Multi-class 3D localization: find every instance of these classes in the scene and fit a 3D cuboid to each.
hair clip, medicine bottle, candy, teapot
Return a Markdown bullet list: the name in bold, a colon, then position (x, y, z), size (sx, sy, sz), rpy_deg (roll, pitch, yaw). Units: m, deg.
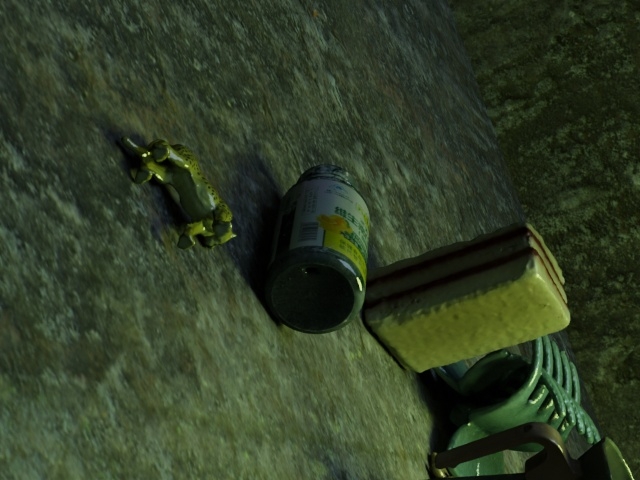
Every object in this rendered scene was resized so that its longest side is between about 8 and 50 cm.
- **hair clip**: position (0.348, 0.304, 2.236), size (0.318, 0.239, 0.392), rpy_deg (44, 29, -52)
- **medicine bottle**: position (0.000, 0.000, 1.775), size (0.141, 0.141, 0.293), rpy_deg (58, 19, -26)
- **candy**: position (0.249, 0.102, 2.083), size (0.179, 0.321, 0.135), rpy_deg (55, 25, -45)
- **teapot**: position (0.275, 0.409, 1.737), size (0.300, 0.344, 0.253), rpy_deg (60, 18, -21)

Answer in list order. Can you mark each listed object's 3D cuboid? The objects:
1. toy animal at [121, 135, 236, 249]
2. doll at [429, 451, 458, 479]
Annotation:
- **toy animal**: position (-0.170, -0.066, 1.511), size (0.181, 0.073, 0.136), rpy_deg (52, 11, -5)
- **doll**: position (0.203, 0.402, 2.054), size (0.061, 0.051, 0.093), rpy_deg (52, -6, -37)
